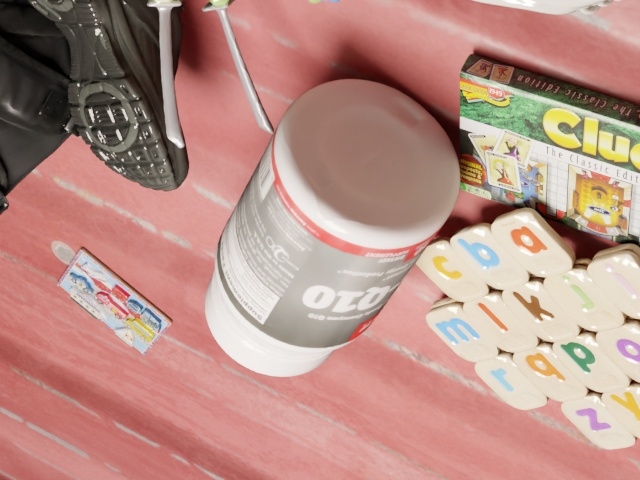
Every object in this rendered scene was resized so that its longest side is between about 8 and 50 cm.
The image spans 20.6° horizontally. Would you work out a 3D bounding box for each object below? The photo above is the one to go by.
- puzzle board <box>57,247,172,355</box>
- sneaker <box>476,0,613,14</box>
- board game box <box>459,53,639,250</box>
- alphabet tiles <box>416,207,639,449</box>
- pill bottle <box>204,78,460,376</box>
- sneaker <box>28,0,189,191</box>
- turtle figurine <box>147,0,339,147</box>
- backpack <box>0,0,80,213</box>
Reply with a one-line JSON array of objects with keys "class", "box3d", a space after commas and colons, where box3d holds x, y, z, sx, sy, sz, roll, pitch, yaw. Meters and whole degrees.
[{"class": "puzzle board", "box3d": [-0.230, 0.071, 1.948, 0.128, 0.011, 0.096, 40, 144, -2]}, {"class": "sneaker", "box3d": [0.195, -0.205, 1.238, 0.258, 0.094, 0.091, 15, 159, 33]}, {"class": "board game box", "box3d": [0.231, -0.056, 1.403, 0.260, 0.030, 0.136, 20, 138, 23]}, {"class": "alphabet tiles", "box3d": [0.220, 0.081, 1.546, 0.278, 0.021, 0.284, 44, 148, -16]}, {"class": "pill bottle", "box3d": [0.000, 0.000, 1.547, 0.161, 0.161, 0.283, 36, 144, 3]}, {"class": "sneaker", "box3d": [-0.160, -0.177, 1.509, 0.109, 0.130, 0.286, 10, 128, 41]}, {"class": "turtle figurine", "box3d": [-0.118, -0.224, 1.361, 0.266, 0.198, 0.274, 43, 130, 8]}, {"class": "backpack", "box3d": [-0.392, -0.206, 1.544, 0.355, 0.290, 0.273, 39, -172, -44]}]
